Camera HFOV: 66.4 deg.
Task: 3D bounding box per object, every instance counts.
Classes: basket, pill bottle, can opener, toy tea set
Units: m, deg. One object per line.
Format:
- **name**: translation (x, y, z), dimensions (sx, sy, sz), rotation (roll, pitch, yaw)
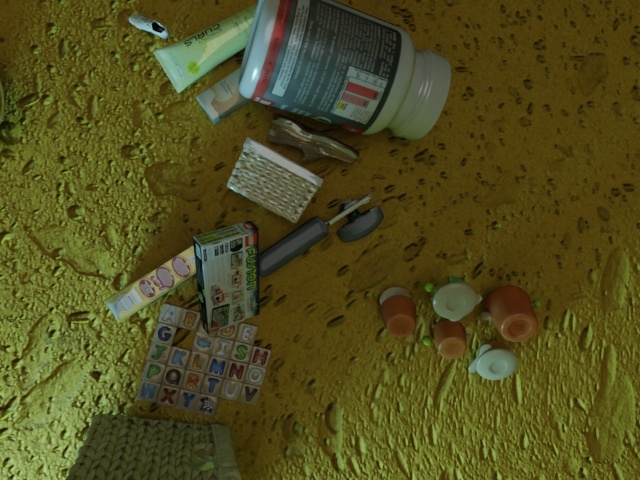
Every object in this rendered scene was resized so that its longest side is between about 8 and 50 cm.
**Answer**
- **basket**: translation (-0.093, -0.113, 0.960), dimensions (0.167, 0.113, 0.103), rotation (29, 90, -7)
- **pill bottle**: translation (0.045, -0.320, 0.919), dimensions (0.363, 0.210, 0.210), rotation (14, 88, -17)
- **can opener**: translation (0.000, 0.000, 0.990), dimensions (0.283, 0.076, 0.095), rotation (-34, 94, -6)
- **toy tea set**: translation (0.291, 0.152, 1.032), dimensions (0.336, 0.124, 0.200), rotation (23, 116, -11)
- **basket**: translation (-0.299, 0.497, 0.806), dimensions (0.266, 0.328, 0.331), rotation (16, 88, -15)

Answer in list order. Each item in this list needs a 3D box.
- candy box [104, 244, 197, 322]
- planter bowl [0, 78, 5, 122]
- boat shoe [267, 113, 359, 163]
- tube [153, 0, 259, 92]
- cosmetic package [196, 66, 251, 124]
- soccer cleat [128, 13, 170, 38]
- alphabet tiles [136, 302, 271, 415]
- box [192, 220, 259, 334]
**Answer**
- **candy box**: translation (-0.302, 0.077, 0.930), dimensions (0.186, 0.109, 0.053), rotation (-35, 94, -6)
- **planter bowl**: translation (-0.668, -0.246, 0.889), dimensions (0.217, 0.090, 0.217), rotation (0, 90, -7)
- **boat shoe**: translation (-0.018, -0.190, 1.000), dimensions (0.190, 0.068, 0.072), rotation (24, 99, 2)
- **tube**: translation (-0.203, -0.392, 0.973), dimensions (0.240, 0.062, 0.070), rotation (-30, 55, -2)
- **cosmetic package**: translation (-0.184, -0.291, 0.981), dimensions (0.115, 0.041, 0.060), rotation (-37, 94, -6)
- **soccer cleat**: translation (-0.337, -0.425, 0.963), dimensions (0.083, 0.035, 0.029), rotation (25, 87, -7)
- **alphabet tiles**: translation (-0.228, 0.251, 0.991), dimensions (0.237, 0.009, 0.198), rotation (16, 88, -7)
- **box**: translation (-0.171, 0.072, 0.911), dimensions (0.114, 0.036, 0.207), rotation (-18, 130, -31)
